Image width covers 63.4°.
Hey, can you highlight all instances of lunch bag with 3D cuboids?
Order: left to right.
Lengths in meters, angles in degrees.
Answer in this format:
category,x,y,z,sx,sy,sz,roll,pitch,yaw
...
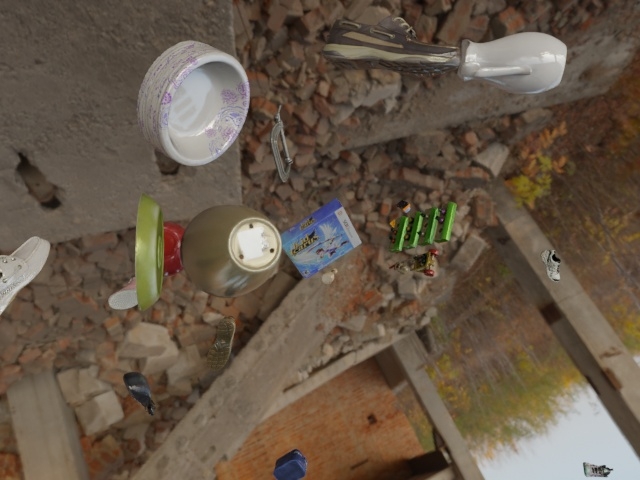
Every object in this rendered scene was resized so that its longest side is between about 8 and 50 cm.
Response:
category,x,y,z,sx,sy,sz,roll,pitch,yaw
lunch bag,-0.084,0.657,1.512,0.099,0.067,0.065,-32,-171,8

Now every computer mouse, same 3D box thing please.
category,x,y,z,sx,sy,sz,roll,pitch,yaw
computer mouse,-0.747,0.615,2.167,0.072,0.188,0.272,-28,155,-16

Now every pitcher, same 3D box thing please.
category,x,y,z,sx,sy,sz,roll,pitch,yaw
pitcher,0.394,-0.362,1.077,0.207,0.177,0.125,7,123,12

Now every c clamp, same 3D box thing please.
category,x,y,z,sx,sy,sz,roll,pitch,yaw
c clamp,-0.091,-0.227,1.243,0.022,0.137,0.160,-3,122,13

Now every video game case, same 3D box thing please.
category,x,y,z,sx,sy,sz,roll,pitch,yaw
video game case,0.000,0.000,1.964,0.270,0.061,0.244,-34,139,-1

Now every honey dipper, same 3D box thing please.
category,x,y,z,sx,sy,sz,roll,pitch,yaw
honey dipper,0.027,0.090,1.381,0.031,0.030,0.161,-32,180,10

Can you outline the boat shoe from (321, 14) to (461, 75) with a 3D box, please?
category,x,y,z,sx,sy,sz,roll,pitch,yaw
boat shoe,0.178,-0.500,1.306,0.356,0.130,0.132,10,-174,13

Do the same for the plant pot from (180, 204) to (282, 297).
category,x,y,z,sx,sy,sz,roll,pitch,yaw
plant pot,-0.202,0.020,1.294,0.257,0.256,0.274,-18,-177,-23

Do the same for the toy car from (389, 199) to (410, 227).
category,x,y,z,sx,sy,sz,roll,pitch,yaw
toy car,0.277,-0.091,1.841,0.122,0.060,0.040,-50,119,-16

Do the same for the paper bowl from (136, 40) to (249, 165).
category,x,y,z,sx,sy,sz,roll,pitch,yaw
paper bowl,-0.319,-0.336,1.259,0.284,0.148,0.284,-45,153,-30

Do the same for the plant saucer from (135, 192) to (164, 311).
category,x,y,z,sx,sy,sz,roll,pitch,yaw
plant saucer,-0.344,0.024,1.056,0.037,0.240,0.241,1,151,-13

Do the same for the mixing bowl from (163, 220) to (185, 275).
category,x,y,z,sx,sy,sz,roll,pitch,yaw
mixing bowl,-0.492,0.017,1.626,0.182,0.181,0.098,-22,174,-14

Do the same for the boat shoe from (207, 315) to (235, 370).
category,x,y,z,sx,sy,sz,roll,pitch,yaw
boat shoe,-0.296,0.312,1.583,0.060,0.064,0.177,-62,171,-78

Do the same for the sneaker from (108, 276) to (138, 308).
category,x,y,z,sx,sy,sz,roll,pitch,yaw
sneaker,-0.488,0.132,1.332,0.134,0.070,0.050,-23,121,-40

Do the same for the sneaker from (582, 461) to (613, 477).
category,x,y,z,sx,sy,sz,roll,pitch,yaw
sneaker,0.750,0.617,1.394,0.069,0.038,0.098,-15,152,32

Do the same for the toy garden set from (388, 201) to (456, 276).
category,x,y,z,sx,sy,sz,roll,pitch,yaw
toy garden set,0.254,0.005,1.428,0.049,0.203,0.244,25,160,-23

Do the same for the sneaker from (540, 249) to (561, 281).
category,x,y,z,sx,sy,sz,roll,pitch,yaw
sneaker,0.551,0.061,1.222,0.032,0.083,0.037,-35,-168,-39

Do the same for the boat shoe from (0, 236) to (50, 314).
category,x,y,z,sx,sy,sz,roll,pitch,yaw
boat shoe,-0.774,0.079,1.269,0.098,0.277,0.096,-7,133,24
